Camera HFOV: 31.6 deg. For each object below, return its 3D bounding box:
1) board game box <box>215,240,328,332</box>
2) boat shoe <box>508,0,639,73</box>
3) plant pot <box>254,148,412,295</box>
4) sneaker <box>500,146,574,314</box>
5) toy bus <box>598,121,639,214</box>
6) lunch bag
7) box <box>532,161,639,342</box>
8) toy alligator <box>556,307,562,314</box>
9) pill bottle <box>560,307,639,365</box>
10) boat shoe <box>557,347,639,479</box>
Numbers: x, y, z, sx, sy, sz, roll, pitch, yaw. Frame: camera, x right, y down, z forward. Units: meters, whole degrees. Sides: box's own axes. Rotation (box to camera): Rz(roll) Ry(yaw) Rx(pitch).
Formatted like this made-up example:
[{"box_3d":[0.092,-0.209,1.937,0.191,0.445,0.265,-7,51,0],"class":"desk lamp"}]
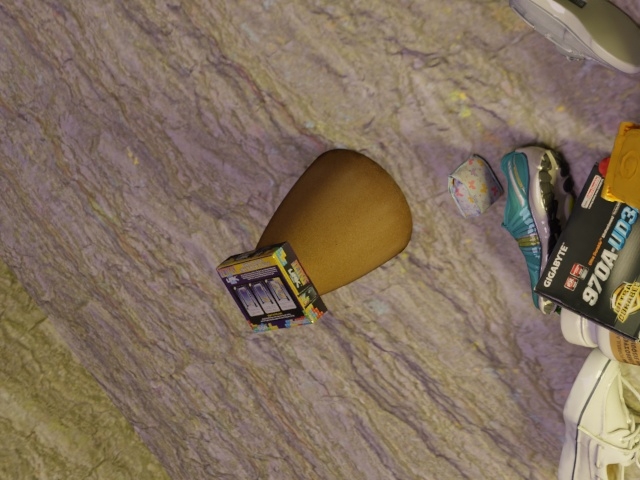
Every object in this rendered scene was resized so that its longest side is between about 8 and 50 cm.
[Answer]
[{"box_3d":[-0.085,0.082,1.940,0.170,0.048,0.141,-13,110,49],"class":"board game box"},{"box_3d":[0.359,-0.298,1.583,0.227,0.079,0.081,42,151,17],"class":"boat shoe"},{"box_3d":[0.000,0.000,2.034,0.237,0.254,0.237,25,137,26],"class":"plant pot"},{"box_3d":[0.349,-0.018,1.806,0.110,0.107,0.275,7,112,48],"class":"sneaker"},{"box_3d":[0.495,-0.088,1.555,0.211,0.220,0.149,-150,70,-65],"class":"toy bus"},{"box_3d":[0.250,-0.090,1.861,0.053,0.071,0.083,-11,116,53],"class":"lunch bag"},{"box_3d":[0.443,0.018,1.677,0.175,0.051,0.220,28,96,26],"class":"box"},{"box_3d":[0.385,0.060,1.873,0.056,0.051,0.189,-9,115,47],"class":"toy alligator"},{"box_3d":[0.499,0.129,1.756,0.229,0.131,0.131,9,127,40],"class":"pill bottle"},{"box_3d":[0.502,0.331,1.924,0.156,0.136,0.367,25,139,28],"class":"boat shoe"}]
